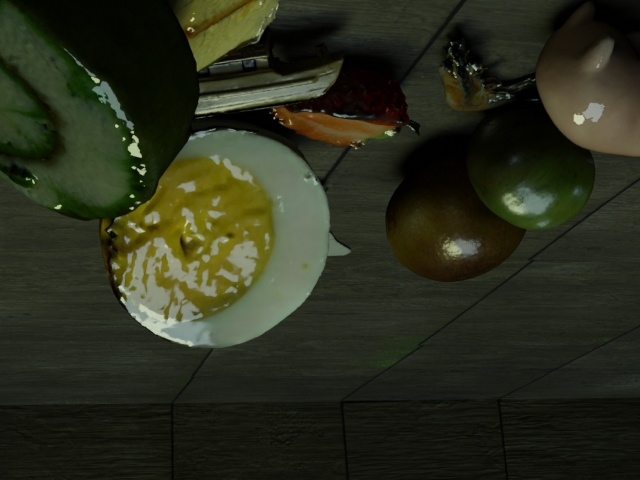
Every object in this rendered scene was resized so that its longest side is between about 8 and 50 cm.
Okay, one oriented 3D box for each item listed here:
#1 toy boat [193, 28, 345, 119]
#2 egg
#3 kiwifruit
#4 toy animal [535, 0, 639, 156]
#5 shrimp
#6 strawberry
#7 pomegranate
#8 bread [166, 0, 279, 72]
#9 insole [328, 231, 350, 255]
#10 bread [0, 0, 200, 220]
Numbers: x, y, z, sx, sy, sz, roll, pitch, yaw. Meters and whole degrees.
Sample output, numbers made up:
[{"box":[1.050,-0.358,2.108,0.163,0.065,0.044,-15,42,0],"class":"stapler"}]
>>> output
[{"box":[-0.083,-0.197,1.399,0.226,0.088,0.068,-8,-157,7],"class":"toy boat"},{"box":[-0.154,-0.039,1.653,0.337,0.201,0.337,-8,123,-13],"class":"egg"},{"box":[0.196,-0.032,1.785,0.196,0.196,0.234,5,166,-25],"class":"kiwifruit"},{"box":[0.369,-0.173,1.438,0.250,0.166,0.154,16,134,-25],"class":"toy animal"},{"box":[0.221,-0.204,1.495,0.152,0.046,0.219,-8,165,16],"class":"shrimp"},{"box":[0.032,-0.170,1.499,0.192,0.085,0.140,2,169,-2],"class":"strawberry"},{"box":[0.297,-0.106,1.601,0.179,0.179,0.210,12,155,-39],"class":"pomegranate"},{"box":[-0.103,-0.227,1.224,0.178,0.135,0.240,1,159,-15],"class":"bread"},{"box":[0.000,0.000,2.123,0.065,0.004,0.197,-12,160,23],"class":"insole"},{"box":[-0.294,-0.178,1.132,0.366,0.129,0.382,11,145,35],"class":"bread"}]
